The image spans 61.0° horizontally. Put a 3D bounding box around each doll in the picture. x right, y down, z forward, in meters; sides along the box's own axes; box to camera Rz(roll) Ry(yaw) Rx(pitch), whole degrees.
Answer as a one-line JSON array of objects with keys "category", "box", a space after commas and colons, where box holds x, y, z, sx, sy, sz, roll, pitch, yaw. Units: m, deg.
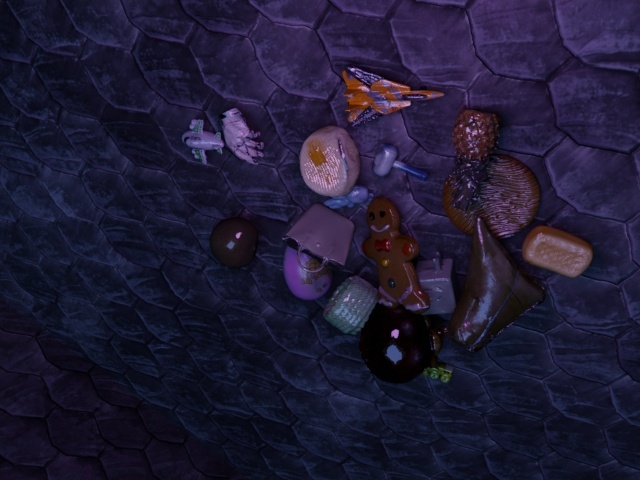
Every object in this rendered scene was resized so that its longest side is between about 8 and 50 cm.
[{"category": "doll", "box": [0.097, -0.164, 1.970, 0.179, 0.120, 0.075, -7, 73, 39]}]

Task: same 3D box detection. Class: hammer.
[{"category": "hammer", "box": [0.276, -0.250, 1.849, 0.193, 0.069, 0.116, 22, 124, 0]}]

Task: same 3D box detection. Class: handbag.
[{"category": "handbag", "box": [0.000, 0.000, 1.948, 0.241, 0.315, 0.109, 27, 123, 2]}]

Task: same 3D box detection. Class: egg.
[{"category": "egg", "box": [-0.054, 0.101, 2.106, 0.196, 0.196, 0.271, -13, 113, 26]}]

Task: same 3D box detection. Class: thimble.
[{"category": "thimble", "box": [0.123, 0.252, 2.127, 0.150, 0.219, 0.219, 35, 125, -5]}]

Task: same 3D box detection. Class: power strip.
[{"category": "power strip", "box": [0.421, 0.146, 1.991, 0.140, 0.139, 0.224, -6, 118, 24]}]

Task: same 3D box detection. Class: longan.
[{"category": "longan", "box": [-0.341, 0.004, 2.153, 0.196, 0.196, 0.220, 23, 135, 5]}]

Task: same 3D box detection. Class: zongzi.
[{"category": "zongzi", "box": [0.529, 0.165, 1.870, 0.356, 0.174, 0.393, -43, 107, 1]}]

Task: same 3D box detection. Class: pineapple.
[{"category": "pineapple", "box": [0.471, -0.248, 1.691, 0.141, 0.170, 0.310, -3, 112, -26]}]

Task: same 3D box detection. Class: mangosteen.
[{"category": "mangosteen", "box": [0.324, 0.393, 2.103, 0.346, 0.307, 0.307, -8, 122, -10]}]

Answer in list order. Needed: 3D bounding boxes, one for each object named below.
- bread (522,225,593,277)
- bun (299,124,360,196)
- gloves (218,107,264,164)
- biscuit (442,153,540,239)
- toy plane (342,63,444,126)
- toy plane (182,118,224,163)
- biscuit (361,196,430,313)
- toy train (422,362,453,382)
[{"category": "bread", "box": [0.788, 0.031, 1.811, 0.217, 0.098, 0.147, 24, 124, 2]}, {"category": "bun", "box": [0.049, -0.265, 1.863, 0.243, 0.153, 0.244, 16, 116, 37]}, {"category": "gloves", "box": [-0.287, -0.365, 1.960, 0.127, 0.111, 0.212, -20, 104, 24]}, {"category": "biscuit", "box": [0.569, -0.140, 1.823, 0.317, 0.040, 0.318, 10, 124, 15]}, {"category": "toy plane", "box": [0.230, -0.463, 1.718, 0.316, 0.103, 0.204, -1, 122, 13]}, {"category": "toy plane", "box": [-0.439, -0.370, 2.026, 0.174, 0.080, 0.174, 11, 123, 17]}, {"category": "biscuit", "box": [0.244, 0.056, 1.960, 0.283, 0.064, 0.432, 1, 108, 54]}, {"category": "toy train", "box": [0.427, 0.529, 2.280, 0.249, 0.053, 0.085, 13, 116, 13]}]
